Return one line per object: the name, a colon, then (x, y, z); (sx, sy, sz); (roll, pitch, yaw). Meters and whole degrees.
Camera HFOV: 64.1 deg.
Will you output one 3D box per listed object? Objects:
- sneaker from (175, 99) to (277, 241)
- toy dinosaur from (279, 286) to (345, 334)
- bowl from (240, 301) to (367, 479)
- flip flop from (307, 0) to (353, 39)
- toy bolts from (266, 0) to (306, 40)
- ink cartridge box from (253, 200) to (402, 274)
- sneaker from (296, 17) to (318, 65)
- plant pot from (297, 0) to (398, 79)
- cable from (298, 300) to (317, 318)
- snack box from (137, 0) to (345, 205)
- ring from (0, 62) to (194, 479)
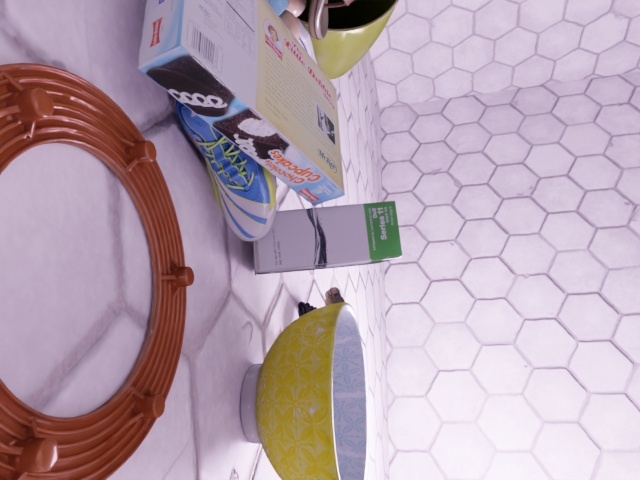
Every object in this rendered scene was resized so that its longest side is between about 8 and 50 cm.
sneaker: (-0.128, -0.114, 0.640); (0.126, 0.091, 0.240); (-8, 86, -66)
toy dinosaur: (-0.009, 0.215, 0.932); (0.064, 0.118, 0.269); (46, 42, -70)
bowl: (-0.026, 0.241, 0.758); (0.289, 0.155, 0.290); (-5, 90, -78)
flip flop: (0.039, -0.429, 0.804); (0.277, 0.080, 0.112); (120, -18, -56)
toy bolts: (-0.047, -0.401, 0.767); (0.158, 0.218, 0.229); (51, 43, -35)
ink cartridge box: (0.000, 0.000, 0.778); (0.153, 0.208, 0.087); (148, -64, -80)
sneaker: (-0.061, -0.338, 0.987); (0.091, 0.094, 0.258); (-62, 144, -18)
plant pot: (0.020, -0.485, 1.105); (0.293, 0.274, 0.275); (104, -16, -78)
cable: (-0.022, 0.207, 1.069); (0.184, 0.047, 0.151); (43, 39, -68)
snack box: (-0.070, -0.192, 0.619); (0.322, 0.060, 0.187); (35, 46, -53)
ring: (-0.184, 0.030, 0.417); (0.336, 0.032, 0.337); (-6, 90, -78)
